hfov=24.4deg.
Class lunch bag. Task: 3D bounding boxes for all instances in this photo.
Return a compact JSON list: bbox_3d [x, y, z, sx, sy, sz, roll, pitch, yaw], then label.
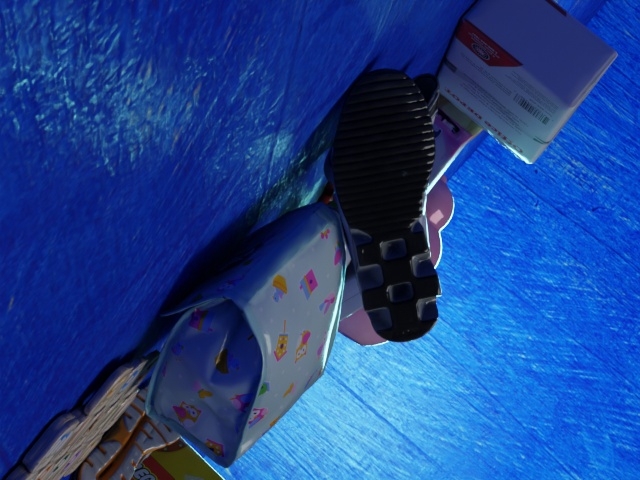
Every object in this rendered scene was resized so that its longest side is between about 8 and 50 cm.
[{"bbox_3d":[-0.076,0.096,1.730,0.223,0.160,0.262,-43,158,-45],"label":"lunch bag"}]

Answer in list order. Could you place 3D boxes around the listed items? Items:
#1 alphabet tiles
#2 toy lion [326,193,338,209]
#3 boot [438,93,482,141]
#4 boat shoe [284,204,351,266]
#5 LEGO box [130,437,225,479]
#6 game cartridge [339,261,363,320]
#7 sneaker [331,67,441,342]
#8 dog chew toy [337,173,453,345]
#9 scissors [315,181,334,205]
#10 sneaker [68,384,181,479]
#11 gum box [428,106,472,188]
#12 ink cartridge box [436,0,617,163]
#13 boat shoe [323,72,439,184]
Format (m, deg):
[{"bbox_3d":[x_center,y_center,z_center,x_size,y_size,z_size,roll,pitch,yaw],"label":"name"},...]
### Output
[{"bbox_3d":[-0.295,0.239,1.716,0.278,0.021,0.284,-50,174,9],"label":"alphabet tiles"},{"bbox_3d":[0.069,-0.045,2.082,0.100,0.096,0.034,-42,170,-49],"label":"toy lion"},{"bbox_3d":[0.236,-0.218,2.388,0.295,0.104,0.211,-52,175,-16],"label":"boot"},{"bbox_3d":[0.000,0.000,1.997,0.102,0.108,0.301,-47,176,-21],"label":"boat shoe"},{"bbox_3d":[-0.202,0.581,2.197,0.372,0.500,0.193,-43,174,-36],"label":"LEGO box"},{"bbox_3d":[-0.001,0.082,2.177,0.294,0.060,0.196,-29,-165,14],"label":"game cartridge"},{"bbox_3d":[0.070,-0.055,1.757,0.146,0.122,0.330,-106,-169,-66],"label":"sneaker"},{"bbox_3d":[0.116,0.017,2.596,0.332,0.207,0.206,-57,175,-5],"label":"dog chew toy"},{"bbox_3d":[-0.009,-0.041,2.117,0.297,0.021,0.109,-51,176,22],"label":"scissors"},{"bbox_3d":[-0.256,0.263,1.946,0.215,0.084,0.083,-42,-174,-40],"label":"sneaker"},{"bbox_3d":[0.126,-0.119,2.167,0.188,0.107,0.062,-52,174,27],"label":"gum box"},{"bbox_3d":[0.288,-0.244,2.134,0.114,0.197,0.273,-48,174,-14],"label":"ink cartridge box"},{"bbox_3d":[0.078,-0.143,1.860,0.219,0.078,0.070,-46,161,-41],"label":"boat shoe"}]
